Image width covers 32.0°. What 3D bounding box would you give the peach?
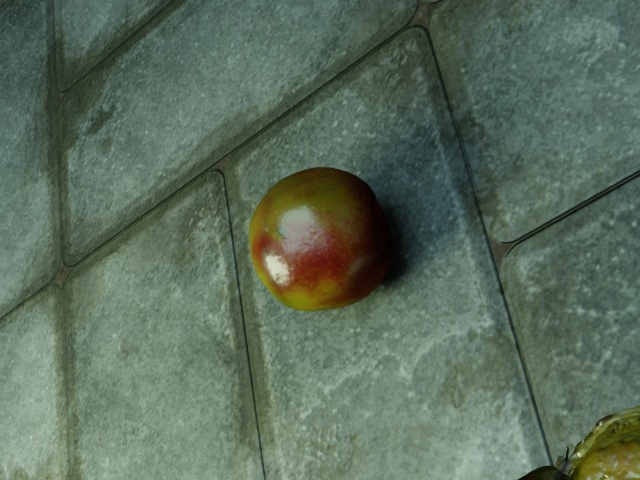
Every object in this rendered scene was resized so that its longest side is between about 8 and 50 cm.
[{"bbox_3d":[0.000,0.000,1.754,0.231,0.231,0.231,-21,57,36],"label":"peach"}]

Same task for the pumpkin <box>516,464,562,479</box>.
[{"bbox_3d":[0.222,0.347,1.328,0.254,0.130,0.149,-117,30,-80],"label":"pumpkin"}]

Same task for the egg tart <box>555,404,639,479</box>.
[{"bbox_3d":[0.379,0.322,1.303,0.294,0.116,0.295,-19,61,37],"label":"egg tart"}]
